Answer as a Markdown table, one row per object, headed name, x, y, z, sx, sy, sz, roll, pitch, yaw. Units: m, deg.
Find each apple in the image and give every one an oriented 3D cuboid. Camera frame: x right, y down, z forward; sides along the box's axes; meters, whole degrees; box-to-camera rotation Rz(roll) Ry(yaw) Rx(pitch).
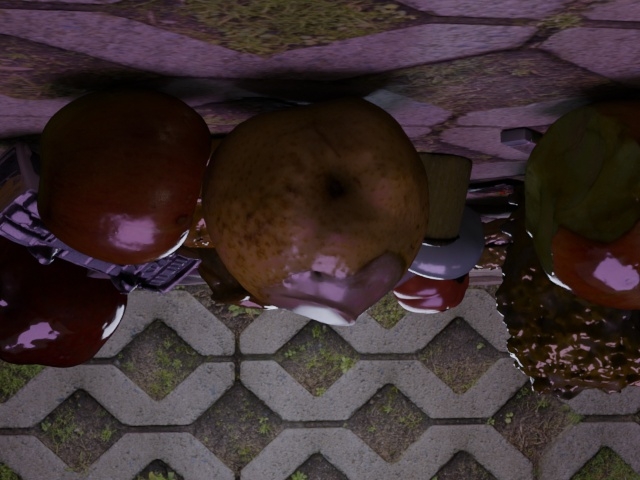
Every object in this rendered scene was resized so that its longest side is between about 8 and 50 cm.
| name | x | y | z | sx | sy | sz | roll | pitch | yaw |
| --- | --- | --- | --- | --- | --- | --- | --- | --- | --- |
| apple | -0.215 | -0.072 | 1.284 | 0.196 | 0.196 | 0.196 | -1 | 173 | 0 |
| apple | 0.337 | -0.043 | 1.371 | 0.246 | 0.246 | 0.226 | 4 | -174 | -33 |

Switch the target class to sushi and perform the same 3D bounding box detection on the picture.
| name | x | y | z | sx | sy | sz | roll | pitch | yaw |
| --- | --- | --- | --- | --- | --- | --- | --- | --- | --- |
| sushi | 0.435 | 0.069 | 1.840 | 0.240 | 0.351 | 0.396 | -5 | 174 | 33 |

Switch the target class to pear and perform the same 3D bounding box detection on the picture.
| name | x | y | z | sx | sy | sz | roll | pitch | yaw |
| --- | --- | --- | --- | --- | --- | --- | --- | --- | --- |
| pear | -0.003 | -0.044 | 1.320 | 0.271 | 0.271 | 0.271 | -1 | 173 | 0 |

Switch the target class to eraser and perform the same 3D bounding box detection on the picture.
| name | x | y | z | sx | sy | sz | roll | pitch | yaw |
| --- | --- | --- | --- | --- | --- | --- | --- | --- | --- |
| eraser | 0.268 | -0.129 | 1.556 | 0.038 | 0.019 | 0.083 | -4 | 173 | 34 |

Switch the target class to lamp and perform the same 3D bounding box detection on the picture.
| name | x | y | z | sx | sy | sz | roll | pitch | yaw |
| --- | --- | --- | --- | --- | --- | --- | --- | --- | --- |
| lamp | 0.215 | 0.060 | 2.464 | 0.164 | 0.188 | 0.187 | -5 | 172 | 31 |

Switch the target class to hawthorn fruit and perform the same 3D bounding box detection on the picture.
| name | x | y | z | sx | sy | sz | roll | pitch | yaw |
| --- | --- | --- | --- | --- | --- | --- | --- | --- | --- |
| hawthorn fruit | -0.520 | 0.089 | 2.165 | 0.324 | 0.308 | 0.308 | 3 | 173 | -44 |

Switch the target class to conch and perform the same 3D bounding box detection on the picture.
| name | x | y | z | sx | sy | sz | roll | pitch | yaw |
| --- | --- | --- | --- | --- | --- | --- | --- | --- | --- |
| conch | 0.165 | -0.023 | 1.960 | 0.221 | 0.121 | 0.185 | 20 | -158 | 15 |

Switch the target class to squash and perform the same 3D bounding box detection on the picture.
| name | x | y | z | sx | sy | sz | roll | pitch | yaw |
| --- | --- | --- | --- | --- | --- | --- | --- | --- | --- |
| squash | 0.109 | -0.074 | 1.780 | 0.220 | 0.133 | 0.220 | 6 | -172 | -1 |

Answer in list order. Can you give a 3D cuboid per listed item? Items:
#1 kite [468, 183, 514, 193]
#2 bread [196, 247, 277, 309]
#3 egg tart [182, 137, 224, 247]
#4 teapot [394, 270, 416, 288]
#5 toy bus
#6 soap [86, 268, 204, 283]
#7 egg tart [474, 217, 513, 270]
| name | x | y | z | sx | sy | sz | roll | pitch | yaw |
| --- | --- | --- | --- | --- | --- | --- | --- | --- | --- |
| kite | 0.301 | -0.085 | 1.977 | 0.190 | 0.010 | 0.159 | 1 | 175 | 1 |
| bread | -0.077 | 0.015 | 1.981 | 0.196 | 0.238 | 0.252 | -36 | -174 | -31 |
| egg tart | -0.114 | -0.058 | 1.668 | 0.319 | 0.128 | 0.319 | -3 | 174 | 0 |
| teapot | 0.113 | -0.010 | 2.156 | 0.178 | 0.221 | 0.163 | -15 | -138 | -15 |
| toy bus | -0.307 | -0.024 | 1.638 | 0.097 | 0.138 | 0.342 | -39 | 143 | 19 |
| soap | -0.282 | 0.005 | 2.111 | 0.182 | 0.138 | 0.199 | -7 | 170 | 37 |
| egg tart | 0.333 | 0.001 | 2.202 | 0.279 | 0.095 | 0.279 | -12 | 179 | 0 |
